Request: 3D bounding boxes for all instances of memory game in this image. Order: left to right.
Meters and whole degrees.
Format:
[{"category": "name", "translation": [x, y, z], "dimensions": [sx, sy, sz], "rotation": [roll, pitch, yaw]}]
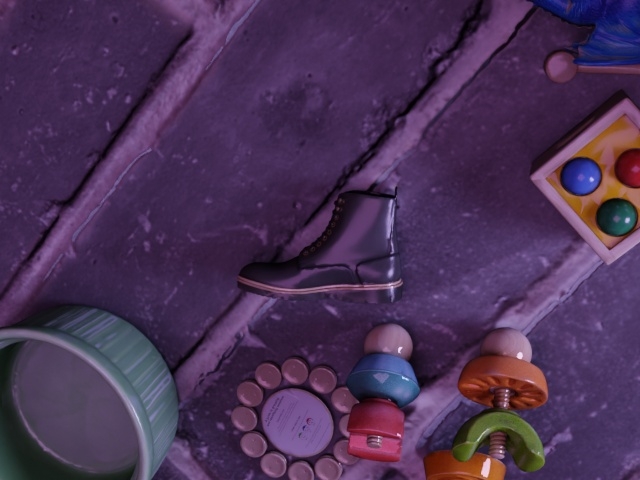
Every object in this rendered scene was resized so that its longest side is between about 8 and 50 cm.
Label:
[{"category": "memory game", "translation": [-0.029, 0.239, 1.160], "dimensions": [0.186, 0.012, 0.186], "rotation": [4, 107, 14]}]

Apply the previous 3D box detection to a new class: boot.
[{"category": "boot", "translation": [0.000, 0.000, 1.060], "dimensions": [0.198, 0.077, 0.137], "rotation": [1, 101, 1]}]

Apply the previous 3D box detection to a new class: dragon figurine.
[{"category": "dragon figurine", "translation": [0.285, -0.217, 0.872], "dimensions": [0.289, 0.085, 0.144], "rotation": [-6, 111, 12]}]

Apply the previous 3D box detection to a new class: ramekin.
[{"category": "ramekin", "translation": [-0.336, 0.233, 1.168], "dimensions": [0.303, 0.148, 0.303], "rotation": [4, 107, 14]}]

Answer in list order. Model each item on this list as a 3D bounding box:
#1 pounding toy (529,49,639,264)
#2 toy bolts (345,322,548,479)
[{"category": "pounding toy", "translation": [0.305, -0.113, 0.928], "dimensions": [0.181, 0.094, 0.206], "rotation": [-41, 92, 21]}, {"category": "toy bolts", "translation": [0.142, 0.193, 1.065], "dimensions": [0.229, 0.158, 0.218], "rotation": [10, 148, 2]}]
